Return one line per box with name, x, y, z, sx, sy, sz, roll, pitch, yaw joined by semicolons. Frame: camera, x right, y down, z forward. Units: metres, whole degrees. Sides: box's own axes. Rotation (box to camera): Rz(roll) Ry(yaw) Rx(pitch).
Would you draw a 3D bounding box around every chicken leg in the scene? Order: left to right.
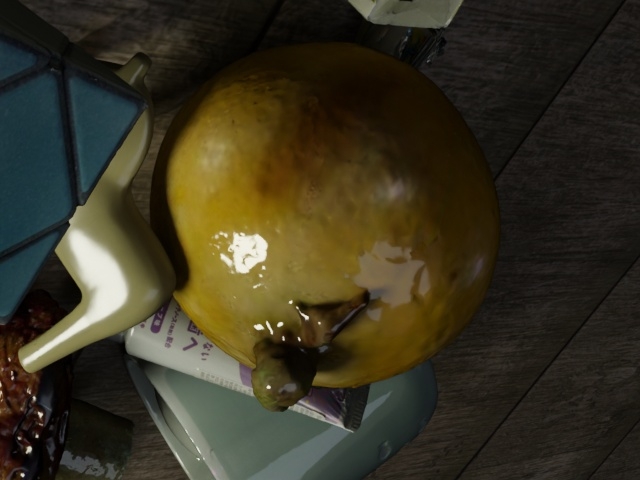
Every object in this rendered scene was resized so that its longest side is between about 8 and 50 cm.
chicken leg;-0.324;0.198;1.374;0.177;0.083;0.322;15;90;-30

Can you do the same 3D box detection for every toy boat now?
toy boat;0.056;-0.167;1.445;0.066;0.084;0.210;-23;154;-47

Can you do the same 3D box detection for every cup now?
cup;-0.043;0.170;1.650;0.274;0.259;0.357;-31;180;-13

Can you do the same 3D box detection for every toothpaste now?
toothpaste;-0.093;0.104;1.455;0.073;0.299;0.114;105;2;-50

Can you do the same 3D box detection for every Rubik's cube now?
Rubik's cube;-0.288;-0.089;1.012;0.205;0.207;0.205;-57;146;7

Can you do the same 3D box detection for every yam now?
yam;-0.314;0.188;1.482;0.259;0.106;0.106;28;111;-36

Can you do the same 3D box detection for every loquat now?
loquat;0.000;0.000;1.326;0.328;0.359;0.328;8;143;6

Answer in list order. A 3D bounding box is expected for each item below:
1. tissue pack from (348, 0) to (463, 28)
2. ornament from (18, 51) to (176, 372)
tissue pack;0.053;-0.262;1.233;0.106;0.148;0.099;-4;135;-45
ornament;-0.206;-0.032;1.254;0.245;0.230;0.061;-27;-176;22
